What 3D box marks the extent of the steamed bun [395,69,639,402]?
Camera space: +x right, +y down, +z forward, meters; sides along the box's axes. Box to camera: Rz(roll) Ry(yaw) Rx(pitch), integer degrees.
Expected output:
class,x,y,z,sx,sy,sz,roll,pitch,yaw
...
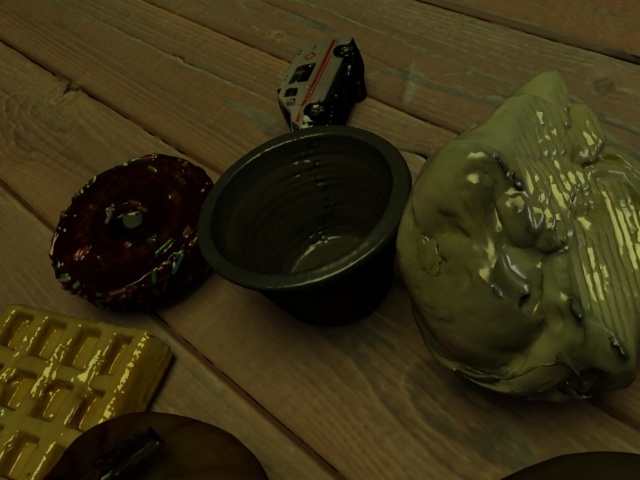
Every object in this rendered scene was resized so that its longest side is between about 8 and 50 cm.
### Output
class,x,y,z,sx,sy,sz,roll,pitch,yaw
steamed bun,0.193,0.011,0.672,0.280,0.268,0.207,-41,6,-40

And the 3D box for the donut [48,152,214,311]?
class,x,y,z,sx,sy,sz,roll,pitch,yaw
donut,-0.233,-0.006,0.893,0.235,0.089,0.235,-8,51,11

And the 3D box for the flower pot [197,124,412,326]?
class,x,y,z,sx,sy,sz,roll,pitch,yaw
flower pot,0.000,0.000,0.775,0.235,0.148,0.235,-11,48,13

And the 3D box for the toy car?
class,x,y,z,sx,sy,sz,roll,pitch,yaw
toy car,-0.008,-0.196,0.973,0.108,0.089,0.210,5,53,22

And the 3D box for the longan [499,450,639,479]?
class,x,y,z,sx,sy,sz,roll,pitch,yaw
longan,0.188,0.261,0.444,0.258,0.258,0.258,-9,51,11

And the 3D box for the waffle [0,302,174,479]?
class,x,y,z,sx,sy,sz,roll,pitch,yaw
waffle,-0.320,0.190,0.788,0.247,0.055,0.221,8,55,23

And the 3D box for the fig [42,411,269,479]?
class,x,y,z,sx,sy,sz,roll,pitch,yaw
fig,-0.156,0.259,0.593,0.235,0.214,0.235,-8,73,27
